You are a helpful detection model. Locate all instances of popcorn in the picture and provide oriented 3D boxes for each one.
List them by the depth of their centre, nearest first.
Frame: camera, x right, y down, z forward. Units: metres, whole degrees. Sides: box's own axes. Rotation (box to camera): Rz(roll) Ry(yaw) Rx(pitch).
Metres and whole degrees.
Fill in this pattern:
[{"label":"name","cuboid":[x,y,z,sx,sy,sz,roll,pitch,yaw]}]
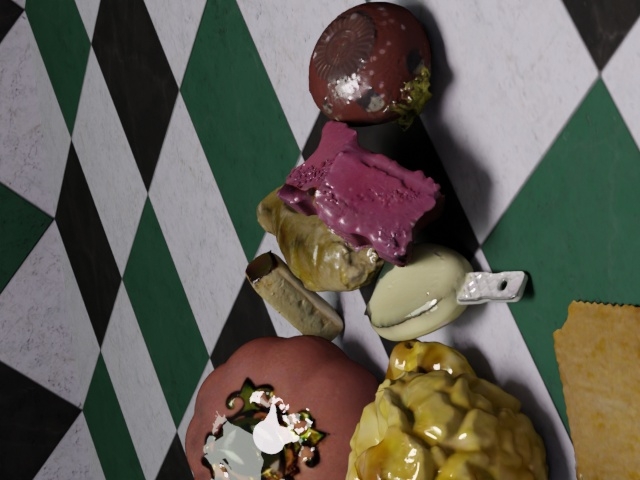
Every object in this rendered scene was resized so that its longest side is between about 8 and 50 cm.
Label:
[{"label":"popcorn","cuboid":[0.137,0.258,1.834,0.332,0.225,0.265,-97,21,-56]}]

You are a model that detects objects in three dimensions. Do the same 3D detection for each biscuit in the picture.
[{"label":"biscuit","cuboid":[0.312,0.175,1.611,0.237,0.013,0.232,3,105,66]},{"label":"biscuit","cuboid":[-0.034,0.083,2.207,0.188,0.056,0.052,46,-174,-44]}]

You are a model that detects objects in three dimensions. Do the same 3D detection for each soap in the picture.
[{"label":"soap","cuboid":[0.050,-0.048,1.871,0.182,0.112,0.289,34,177,7]}]

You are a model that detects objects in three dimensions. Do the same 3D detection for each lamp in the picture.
[{"label":"lamp","cuboid":[0.065,-0.198,1.848,0.156,0.135,0.157,-18,57,33]},{"label":"lamp","cuboid":[-0.035,0.281,2.193,0.305,0.239,0.305,-2,86,24]}]

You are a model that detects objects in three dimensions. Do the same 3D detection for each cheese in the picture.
[{"label":"cheese","cuboid":[0.153,0.057,1.839,0.251,0.054,0.127,-4,59,56]}]

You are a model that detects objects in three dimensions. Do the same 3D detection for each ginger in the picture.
[{"label":"ginger","cuboid":[0.000,0.000,2.127,0.263,0.109,0.116,-142,40,-58]}]
